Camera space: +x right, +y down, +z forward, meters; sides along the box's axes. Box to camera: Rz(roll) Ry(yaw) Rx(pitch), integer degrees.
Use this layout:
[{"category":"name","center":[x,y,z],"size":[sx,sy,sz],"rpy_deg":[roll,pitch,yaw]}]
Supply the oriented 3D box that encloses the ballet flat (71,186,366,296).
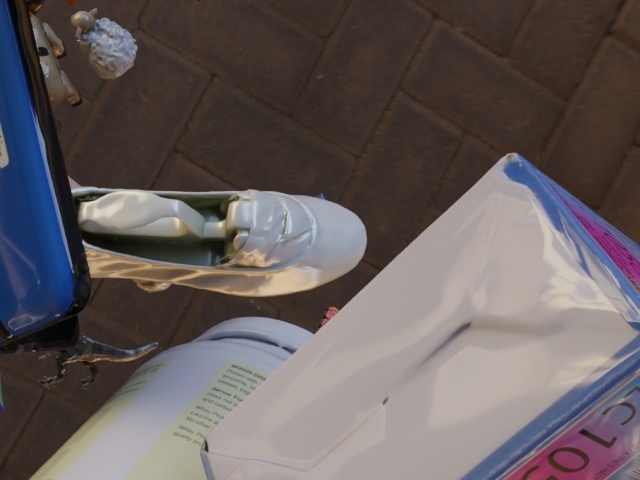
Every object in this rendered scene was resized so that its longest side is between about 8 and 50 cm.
[{"category":"ballet flat","center":[-0.139,-0.009,1.144],"size":[0.400,0.139,0.139],"rpy_deg":[2,95,-2]}]

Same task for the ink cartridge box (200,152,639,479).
[{"category":"ink cartridge box","center":[0.167,0.150,0.603],"size":[0.395,0.151,0.270],"rpy_deg":[27,117,-41]}]

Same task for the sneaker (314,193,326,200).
[{"category":"sneaker","center":[0.000,0.000,1.671],"size":[0.081,0.232,0.090],"rpy_deg":[-36,107,27]}]

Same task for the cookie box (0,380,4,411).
[{"category":"cookie box","center":[-0.374,0.125,1.024],"size":[0.040,0.092,0.107],"rpy_deg":[-8,61,-17]}]

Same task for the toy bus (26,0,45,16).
[{"category":"toy bus","center":[-0.370,-0.396,1.218],"size":[0.108,0.332,0.130],"rpy_deg":[32,69,-23]}]

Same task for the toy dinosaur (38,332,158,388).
[{"category":"toy dinosaur","center":[-0.438,0.210,1.689],"size":[0.268,0.064,0.118],"rpy_deg":[16,107,-21]}]

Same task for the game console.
[{"category":"game console","center":[-0.230,-0.066,0.757],"size":[0.173,0.250,0.293],"rpy_deg":[-7,79,-49]}]

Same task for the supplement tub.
[{"category":"supplement tub","center":[-0.098,0.223,0.708],"size":[0.235,0.325,0.235],"rpy_deg":[11,119,20]}]

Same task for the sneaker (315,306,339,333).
[{"category":"sneaker","center":[0.051,0.194,1.511],"size":[0.092,0.225,0.088],"rpy_deg":[19,65,19]}]

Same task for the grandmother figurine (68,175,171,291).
[{"category":"grandmother figurine","center":[-0.372,-0.019,1.546],"size":[0.342,0.207,0.104],"rpy_deg":[41,69,-38]}]

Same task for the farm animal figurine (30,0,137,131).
[{"category":"farm animal figurine","center":[-0.510,-0.329,1.517],"size":[0.330,0.172,0.327],"rpy_deg":[-37,77,-4]}]
